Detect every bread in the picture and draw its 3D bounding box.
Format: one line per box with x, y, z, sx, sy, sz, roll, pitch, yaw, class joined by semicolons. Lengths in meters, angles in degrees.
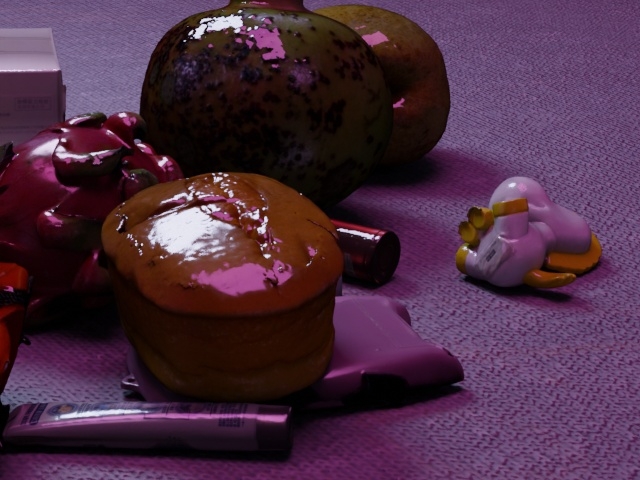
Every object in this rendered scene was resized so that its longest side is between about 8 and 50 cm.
-0.083;0.029;1.657;0.195;0.142;0.269;-10;28;-16;bread

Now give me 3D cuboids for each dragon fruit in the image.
-0.258;-0.012;1.843;0.273;0.198;0.218;-23;53;-5;dragon fruit

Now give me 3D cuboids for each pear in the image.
0.048;-0.186;2.300;0.229;0.188;0.211;22;-9;-21;pear

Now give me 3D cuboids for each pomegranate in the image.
-0.067;-0.194;2.095;0.285;0.340;0.285;0;2;0;pomegranate

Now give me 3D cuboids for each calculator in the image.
-0.034;0.102;1.712;0.294;0.043;0.194;-7;22;-17;calculator

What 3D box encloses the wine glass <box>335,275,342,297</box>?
-0.061;0.047;1.834;0.155;0.073;0.073;-11;22;-22;wine glass

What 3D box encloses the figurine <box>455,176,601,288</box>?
0.220;-0.003;1.984;0.130;0.109;0.178;35;28;12;figurine

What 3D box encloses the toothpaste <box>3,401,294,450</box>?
-0.142;0.150;1.572;0.239;0.039;0.062;1;24;5;toothpaste

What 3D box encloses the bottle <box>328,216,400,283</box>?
0.000;0.000;1.984;0.164;0.060;0.060;13;22;31;bottle

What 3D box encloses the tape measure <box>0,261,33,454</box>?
-0.355;0.092;1.529;0.253;0.114;0.260;12;30;-11;tape measure

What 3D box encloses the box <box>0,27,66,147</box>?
-0.428;-0.178;2.254;0.252;0.106;0.203;-2;21;-10;box
